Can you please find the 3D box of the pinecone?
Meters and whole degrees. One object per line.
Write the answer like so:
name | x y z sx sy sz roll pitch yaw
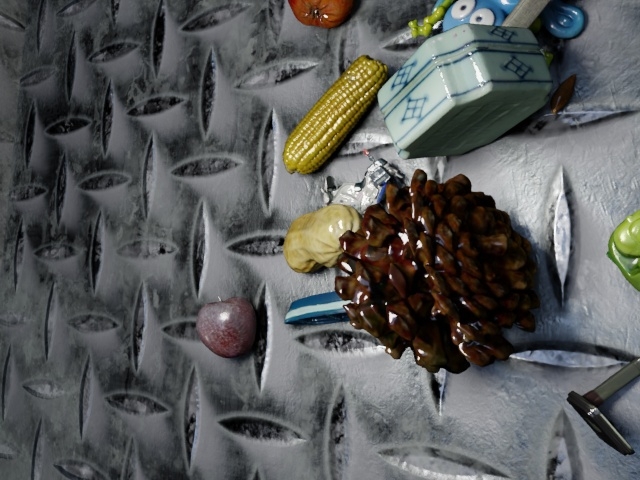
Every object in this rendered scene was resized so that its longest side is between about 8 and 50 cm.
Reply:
pinecone | 0.206 0.071 1.015 0.398 0.398 0.397 -5 81 31

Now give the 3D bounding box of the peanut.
peanut | 0.000 0.000 1.245 0.305 0.147 0.147 -15 74 57

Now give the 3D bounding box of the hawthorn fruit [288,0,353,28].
hawthorn fruit | 0.004 -0.666 1.357 0.179 0.179 0.200 -7 59 30

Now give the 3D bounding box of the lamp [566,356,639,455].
lamp | 0.614 0.290 0.903 0.283 0.124 0.203 -39 86 18

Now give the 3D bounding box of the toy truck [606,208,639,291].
toy truck | 0.590 0.018 0.893 0.148 0.210 0.187 -45 45 19

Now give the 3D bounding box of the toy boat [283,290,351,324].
toy boat | 0.029 0.164 1.270 0.299 0.096 0.061 -14 68 32

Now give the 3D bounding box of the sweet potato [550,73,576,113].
sweet potato | 0.505 -0.304 1.076 0.034 0.034 0.095 31 89 31

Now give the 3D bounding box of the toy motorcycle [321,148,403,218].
toy motorcycle | 0.091 -0.123 1.271 0.221 0.102 0.150 -37 87 25

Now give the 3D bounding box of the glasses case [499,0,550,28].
glasses case | 0.441 -0.498 1.037 0.047 0.071 0.205 37 100 -4

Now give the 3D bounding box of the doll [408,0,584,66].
doll | 0.398 -0.520 1.129 0.341 0.099 0.346 -47 68 16

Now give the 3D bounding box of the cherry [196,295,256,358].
cherry | -0.257 0.235 1.404 0.176 0.140 0.176 0 91 18

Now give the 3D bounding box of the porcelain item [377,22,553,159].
porcelain item | 0.282 -0.293 1.036 0.286 0.281 0.157 -38 65 58

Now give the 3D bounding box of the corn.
corn | 0.032 -0.311 1.316 0.363 0.120 0.120 -46 63 16
